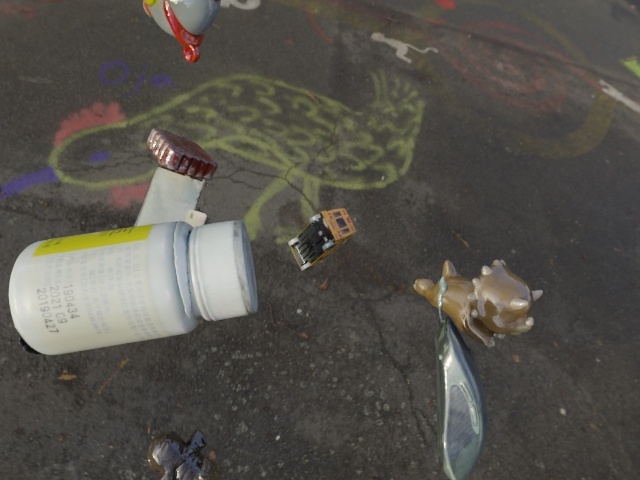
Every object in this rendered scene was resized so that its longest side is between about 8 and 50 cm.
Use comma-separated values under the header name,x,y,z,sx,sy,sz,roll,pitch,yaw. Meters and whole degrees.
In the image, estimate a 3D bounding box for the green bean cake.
name,x,y,z,sx,sy,sz,roll,pitch,yaw
green bean cake,-0.326,-0.200,0.990,0.135,0.056,0.135,12,27,-51

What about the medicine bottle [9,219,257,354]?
name,x,y,z,sx,sy,sz,roll,pitch,yaw
medicine bottle,-0.215,0.052,0.525,0.257,0.143,0.144,-7,59,-4

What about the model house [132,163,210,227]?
name,x,y,z,sx,sy,sz,roll,pitch,yaw
model house,-0.393,-0.050,1.119,0.178,0.206,0.271,17,80,-16

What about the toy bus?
name,x,y,z,sx,sy,sz,roll,pitch,yaw
toy bus,0.000,0.000,0.837,0.074,0.162,0.070,-19,76,-33

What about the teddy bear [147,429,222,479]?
name,x,y,z,sx,sy,sz,roll,pitch,yaw
teddy bear,-0.218,0.385,0.703,0.160,0.077,0.119,59,44,-27

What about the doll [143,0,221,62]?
name,x,y,z,sx,sy,sz,roll,pitch,yaw
doll,-0.171,-0.341,0.498,0.142,0.245,0.076,3,11,29

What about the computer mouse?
name,x,y,z,sx,sy,sz,roll,pitch,yaw
computer mouse,0.261,0.257,0.792,0.090,0.167,0.380,-3,85,11

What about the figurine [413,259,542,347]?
name,x,y,z,sx,sy,sz,roll,pitch,yaw
figurine,0.374,0.117,0.979,0.177,0.173,0.247,5,26,-28
